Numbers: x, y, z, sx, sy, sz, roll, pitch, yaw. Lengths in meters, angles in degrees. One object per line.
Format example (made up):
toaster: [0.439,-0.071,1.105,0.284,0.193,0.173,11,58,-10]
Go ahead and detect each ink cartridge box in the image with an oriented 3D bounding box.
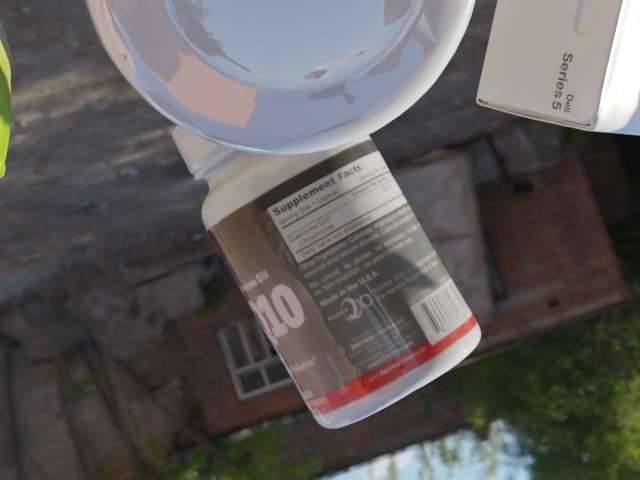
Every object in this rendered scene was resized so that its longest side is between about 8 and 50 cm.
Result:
ink cartridge box: [0.264,-0.192,0.998,0.115,0.198,0.273,19,-166,38]

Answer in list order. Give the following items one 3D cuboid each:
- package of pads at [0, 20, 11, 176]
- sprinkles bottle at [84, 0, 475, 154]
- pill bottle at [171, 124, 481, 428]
package of pads: [-0.284,-0.169,0.792,0.101,0.229,0.296,-17,-151,-4]
sprinkles bottle: [-0.040,-0.123,0.509,0.121,0.121,0.355,-19,-164,-6]
pill bottle: [0.000,0.000,1.012,0.161,0.283,0.161,-30,179,-1]
